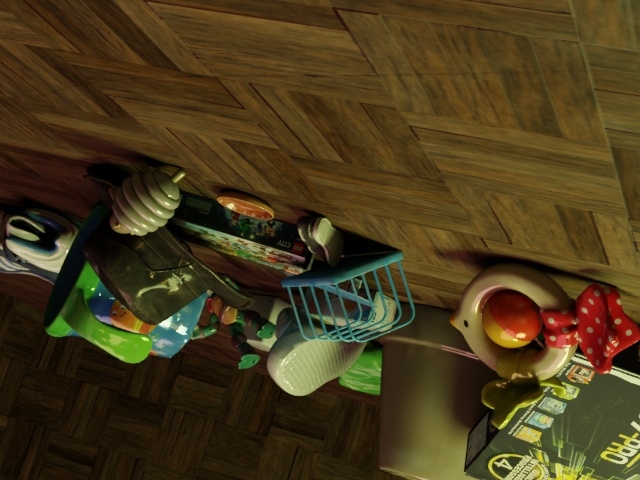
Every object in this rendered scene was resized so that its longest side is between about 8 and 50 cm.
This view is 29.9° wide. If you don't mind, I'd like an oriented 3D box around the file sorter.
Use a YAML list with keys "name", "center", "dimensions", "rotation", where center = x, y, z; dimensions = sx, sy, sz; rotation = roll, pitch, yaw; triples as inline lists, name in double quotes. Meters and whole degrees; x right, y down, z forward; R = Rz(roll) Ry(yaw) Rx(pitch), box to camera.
- name: "file sorter"
  center: [0.043, 0.084, 1.740]
  dimensions: [0.118, 0.104, 0.170]
  rotation: [-20, -175, -26]

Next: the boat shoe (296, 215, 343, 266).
- name: "boat shoe"
  center: [0.000, 0.000, 1.677]
  dimensions: [0.038, 0.046, 0.125]
  rotation: [13, 165, 22]

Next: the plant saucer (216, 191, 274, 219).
- name: "plant saucer"
  center: [-0.104, -0.050, 1.678]
  dimensions: [0.083, 0.013, 0.083]
  rotation: [17, 169, 4]

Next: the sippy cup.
- name: "sippy cup"
  center: [-0.320, 0.086, 2.034]
  dimensions: [0.224, 0.305, 0.240]
  rotation: [25, 149, -19]

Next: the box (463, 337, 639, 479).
- name: "box"
  center: [0.435, 0.284, 1.817]
  dimensions: [0.318, 0.097, 0.395]
  rotation: [19, 139, -6]

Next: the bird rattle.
- name: "bird rattle"
  center: [0.273, 0.121, 1.553]
  dimensions: [0.207, 0.143, 0.253]
  rotation: [43, 139, 9]

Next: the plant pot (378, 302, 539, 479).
- name: "plant pot"
  center: [0.232, 0.293, 2.103]
  dimensions: [0.323, 0.280, 0.323]
  rotation: [16, 168, 3]

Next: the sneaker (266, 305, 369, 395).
- name: "sneaker"
  center: [-0.041, 0.193, 2.243]
  dimensions: [0.150, 0.135, 0.366]
  rotation: [29, -172, 19]

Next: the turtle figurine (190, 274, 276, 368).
- name: "turtle figurine"
  center: [-0.191, 0.140, 2.409]
  dimensions: [0.118, 0.175, 0.234]
  rotation: [-15, -134, -42]

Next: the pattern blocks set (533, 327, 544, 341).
- name: "pattern blocks set"
  center: [0.493, 0.202, 1.919]
  dimensions: [0.325, 0.026, 0.285]
  rotation: [21, 167, -11]

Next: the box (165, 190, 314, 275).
- name: "box"
  center: [-0.125, -0.010, 1.816]
  dimensions: [0.233, 0.044, 0.159]
  rotation: [17, 168, 5]

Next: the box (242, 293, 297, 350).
- name: "box"
  center: [-0.106, 0.173, 2.466]
  dimensions: [0.102, 0.101, 0.087]
  rotation: [4, 162, 47]

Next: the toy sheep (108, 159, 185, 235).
- name: "toy sheep"
  center: [-0.237, -0.057, 1.633]
  dimensions: [0.091, 0.132, 0.091]
  rotation: [43, -162, -17]

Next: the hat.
- name: "hat"
  center: [-0.264, 0.044, 1.824]
  dimensions: [0.331, 0.134, 0.331]
  rotation: [37, 169, 8]

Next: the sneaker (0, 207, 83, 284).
- name: "sneaker"
  center: [-0.587, -0.018, 2.304]
  dimensions: [0.323, 0.130, 0.236]
  rotation: [20, 159, 13]

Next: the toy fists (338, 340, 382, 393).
- name: "toy fists"
  center: [0.108, 0.283, 2.683]
  dimensions: [0.142, 0.096, 0.279]
  rotation: [6, 165, 7]

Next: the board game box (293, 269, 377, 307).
- name: "board game box"
  center: [0.021, 0.066, 1.981]
  dimensions: [0.169, 0.033, 0.133]
  rotation: [20, 174, 14]

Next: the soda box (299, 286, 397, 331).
- name: "soda box"
  center: [0.048, 0.118, 2.105]
  dimensions: [0.063, 0.058, 0.183]
  rotation: [28, 164, -39]
